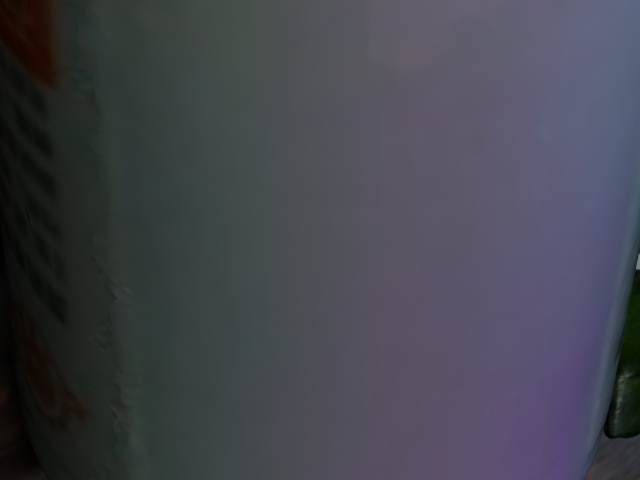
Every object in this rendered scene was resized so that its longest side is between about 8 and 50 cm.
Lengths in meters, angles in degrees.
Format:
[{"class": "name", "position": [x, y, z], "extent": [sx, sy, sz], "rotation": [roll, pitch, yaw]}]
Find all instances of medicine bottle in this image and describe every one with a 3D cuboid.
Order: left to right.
[{"class": "medicine bottle", "position": [0.000, 0.000, 0.610], "extent": [0.219, 0.219, 0.388], "rotation": [-25, 138, -25]}]

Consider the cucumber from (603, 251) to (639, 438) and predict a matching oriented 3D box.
[{"class": "cucumber", "position": [0.172, -0.012, 0.837], "extent": [0.105, 0.145, 0.325], "rotation": [-5, 140, 1]}]
